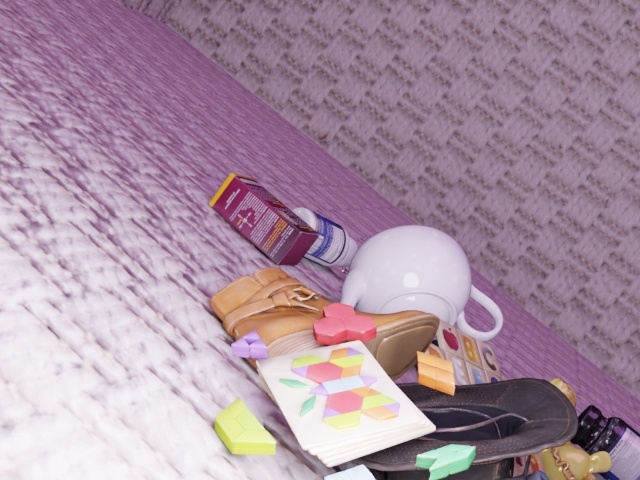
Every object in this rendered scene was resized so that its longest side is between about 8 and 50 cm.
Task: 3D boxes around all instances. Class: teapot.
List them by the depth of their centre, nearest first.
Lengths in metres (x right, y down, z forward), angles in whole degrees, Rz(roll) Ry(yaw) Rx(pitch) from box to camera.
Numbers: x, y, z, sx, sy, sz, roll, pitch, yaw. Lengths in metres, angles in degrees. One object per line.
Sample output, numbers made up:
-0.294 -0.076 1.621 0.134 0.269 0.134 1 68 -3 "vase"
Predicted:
0.176 0.109 1.681 0.252 0.256 0.187 51 23 -39 "teapot"

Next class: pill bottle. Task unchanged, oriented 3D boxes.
0.000 0.000 1.870 0.169 0.094 0.094 26 16 -46 "pill bottle"
0.640 0.456 1.919 0.219 0.122 0.123 39 11 12 "pill bottle"

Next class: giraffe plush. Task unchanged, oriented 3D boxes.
0.396 0.353 1.528 0.170 0.181 0.210 51 25 25 "giraffe plush"

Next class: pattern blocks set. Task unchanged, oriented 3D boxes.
0.022 0.171 0.997 0.285 0.026 0.325 -17 32 -32 "pattern blocks set"

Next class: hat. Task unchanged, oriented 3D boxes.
0.163 0.267 1.091 0.332 0.133 0.331 -7 6 1 "hat"

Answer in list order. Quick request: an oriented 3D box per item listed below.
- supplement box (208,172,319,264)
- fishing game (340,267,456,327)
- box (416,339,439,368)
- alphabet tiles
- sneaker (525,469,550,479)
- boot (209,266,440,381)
-0.108 -0.040 1.733 0.188 0.080 0.104 40 11 17 "supplement box"
0.172 0.120 1.908 0.264 0.041 0.189 29 1 20 "fishing game"
0.269 0.262 1.736 0.183 0.056 0.231 35 12 -7 "box"
0.253 0.285 1.332 0.285 0.011 0.342 29 39 -42 "alphabet tiles"
0.399 0.391 1.237 0.262 0.125 0.104 38 1 44 "sneaker"
0.007 0.113 1.252 0.284 0.109 0.220 -19 40 -33 "boot"
